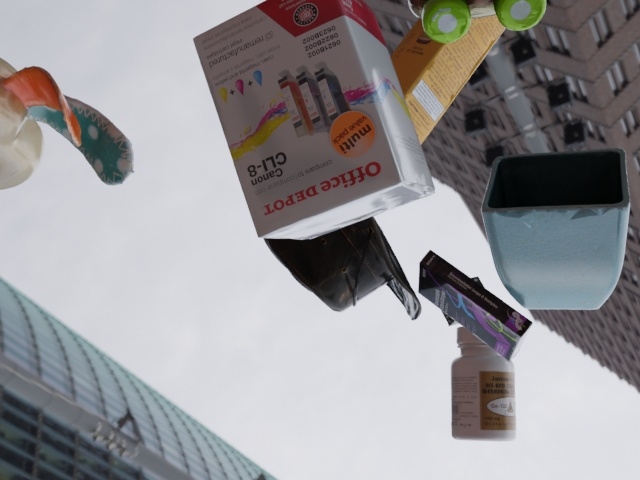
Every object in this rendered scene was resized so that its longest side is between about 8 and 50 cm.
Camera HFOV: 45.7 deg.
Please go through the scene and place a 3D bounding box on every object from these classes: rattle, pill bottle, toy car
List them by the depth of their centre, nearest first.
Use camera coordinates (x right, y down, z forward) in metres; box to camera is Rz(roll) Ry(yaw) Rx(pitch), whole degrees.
[{"bbox_3d":[-0.167,-0.098,0.381,0.200,0.130,0.142,-9,-132,35],"label":"rattle"},{"bbox_3d":[0.157,-0.333,0.802,0.149,0.188,0.155,-8,-141,8],"label":"toy car"},{"bbox_3d":[0.334,0.294,1.566,0.131,0.131,0.229,-7,-104,33],"label":"pill bottle"}]

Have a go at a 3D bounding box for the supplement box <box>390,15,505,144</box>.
[{"bbox_3d":[0.139,-0.219,0.952,0.233,0.080,0.078,-55,-139,-3],"label":"supplement box"}]

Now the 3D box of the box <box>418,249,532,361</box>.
[{"bbox_3d":[0.201,0.089,1.017,0.162,0.116,0.029,38,-105,21],"label":"box"}]

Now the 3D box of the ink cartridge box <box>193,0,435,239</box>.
[{"bbox_3d":[0.000,-0.100,0.632,0.128,0.127,0.176,-21,-96,19],"label":"ink cartridge box"}]

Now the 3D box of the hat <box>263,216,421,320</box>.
[{"bbox_3d":[0.000,0.000,1.055,0.134,0.331,0.331,-33,-140,-2],"label":"hat"}]

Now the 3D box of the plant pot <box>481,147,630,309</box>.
[{"bbox_3d":[0.457,-0.008,1.453,0.247,0.252,0.248,-2,-151,21],"label":"plant pot"}]

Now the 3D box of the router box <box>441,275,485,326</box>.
[{"bbox_3d":[0.327,0.137,1.730,0.122,0.038,0.092,-10,-119,-29],"label":"router box"}]
